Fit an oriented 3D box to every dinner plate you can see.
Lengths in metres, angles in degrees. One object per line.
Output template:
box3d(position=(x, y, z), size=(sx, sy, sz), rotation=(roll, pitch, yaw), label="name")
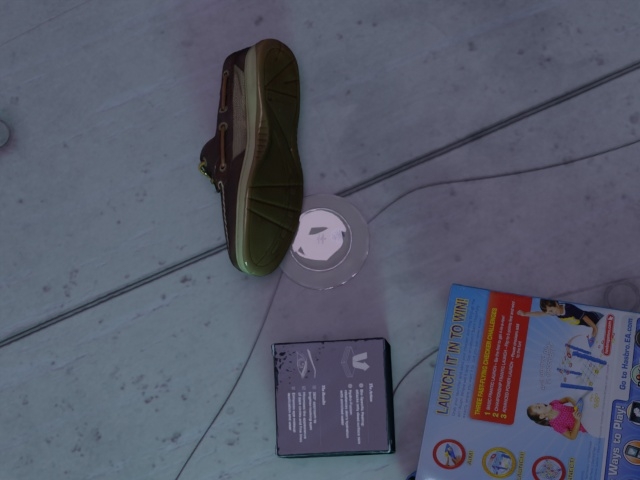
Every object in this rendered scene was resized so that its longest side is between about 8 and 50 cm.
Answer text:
box3d(position=(0.000, 0.000, 2.020), size=(0.141, 0.017, 0.141), rotation=(-1, 80, 5), label="dinner plate")

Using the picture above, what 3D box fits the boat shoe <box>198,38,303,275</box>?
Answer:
box3d(position=(-0.107, -0.115, 2.017), size=(0.123, 0.123, 0.342), rotation=(-6, 79, 37), label="boat shoe")

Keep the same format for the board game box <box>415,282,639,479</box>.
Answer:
box3d(position=(0.295, 0.227, 1.848), size=(0.301, 0.086, 0.308), rotation=(9, 58, 9), label="board game box")

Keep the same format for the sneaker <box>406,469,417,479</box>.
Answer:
box3d(position=(0.169, 0.399, 1.906), size=(0.078, 0.067, 0.188), rotation=(-35, 78, 22), label="sneaker")

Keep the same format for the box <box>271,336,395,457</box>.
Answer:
box3d(position=(0.020, 0.219, 1.936), size=(0.158, 0.093, 0.156), rotation=(-3, 79, 8), label="box")
